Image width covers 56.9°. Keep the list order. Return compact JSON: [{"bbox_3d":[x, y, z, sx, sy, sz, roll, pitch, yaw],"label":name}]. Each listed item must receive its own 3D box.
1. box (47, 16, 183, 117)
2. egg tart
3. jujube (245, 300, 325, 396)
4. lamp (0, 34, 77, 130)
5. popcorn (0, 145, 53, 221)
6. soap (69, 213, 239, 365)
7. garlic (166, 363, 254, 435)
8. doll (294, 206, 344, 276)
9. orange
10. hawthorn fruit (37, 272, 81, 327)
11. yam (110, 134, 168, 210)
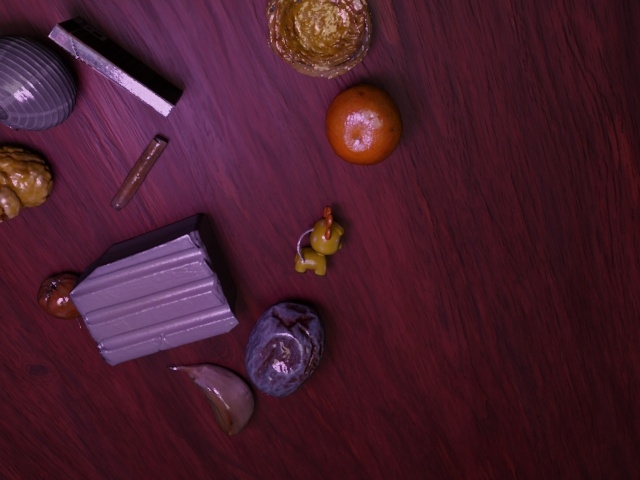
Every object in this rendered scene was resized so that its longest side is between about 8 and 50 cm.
[{"bbox_3d":[-0.511,-0.446,1.516,0.325,0.180,0.047,34,109,-19],"label":"box"},{"bbox_3d":[-0.009,-0.563,1.548,0.291,0.107,0.290,-3,112,-8],"label":"egg tart"},{"bbox_3d":[-0.110,0.338,1.901,0.246,0.215,0.308,38,112,5],"label":"jujube"},{"bbox_3d":[-0.759,-0.395,1.492,0.233,0.233,0.265,-36,115,12],"label":"lamp"},{"bbox_3d":[-0.858,-0.153,1.615,0.200,0.203,0.226,-39,130,24],"label":"popcorn"},{"bbox_3d":[-0.496,0.147,1.778,0.435,0.213,0.350,-19,118,4],"label":"soap"},{"bbox_3d":[-0.357,0.531,2.016,0.196,0.151,0.338,-25,114,21],"label":"garlic"},{"bbox_3d":[0.000,0.000,1.803,0.135,0.143,0.220,13,124,-9],"label":"doll"},{"bbox_3d":[0.120,-0.320,1.636,0.224,0.170,0.224,9,122,14],"label":"orange"},{"bbox_3d":[-0.785,0.176,1.826,0.149,0.149,0.189,-3,160,-3],"label":"hawthorn fruit"},{"bbox_3d":[-0.527,-0.192,1.708,0.046,0.046,0.264,34,109,-18],"label":"yam"}]
